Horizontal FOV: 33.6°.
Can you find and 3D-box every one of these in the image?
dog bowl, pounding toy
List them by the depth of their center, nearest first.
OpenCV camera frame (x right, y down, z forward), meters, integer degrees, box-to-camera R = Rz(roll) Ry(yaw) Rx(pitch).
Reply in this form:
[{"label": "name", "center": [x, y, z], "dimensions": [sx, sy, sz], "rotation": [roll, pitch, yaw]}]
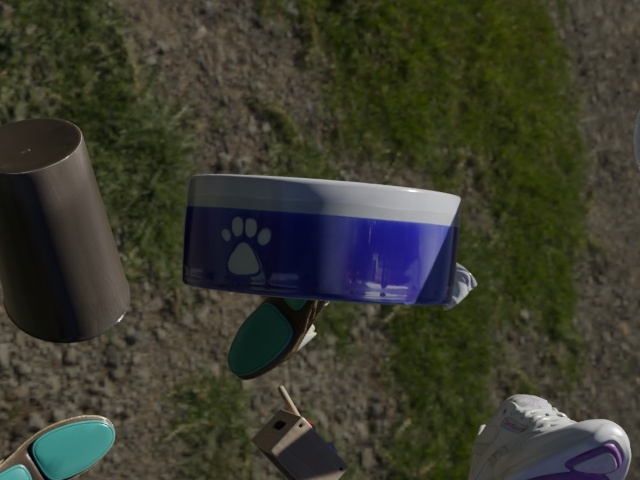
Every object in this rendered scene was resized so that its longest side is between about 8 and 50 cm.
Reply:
[{"label": "dog bowl", "center": [0.000, 0.000, 1.022], "dimensions": [0.265, 0.265, 0.104], "rotation": [5, 90, -54]}, {"label": "pounding toy", "center": [-0.035, 0.311, 1.645], "dimensions": [0.100, 0.141, 0.130], "rotation": [-45, 102, -15]}]

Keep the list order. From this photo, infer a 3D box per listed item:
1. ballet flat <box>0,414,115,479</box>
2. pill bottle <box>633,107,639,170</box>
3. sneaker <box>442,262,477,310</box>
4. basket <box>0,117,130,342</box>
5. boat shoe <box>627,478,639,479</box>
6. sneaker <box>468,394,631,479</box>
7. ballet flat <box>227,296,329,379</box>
[{"label": "ballet flat", "center": [-0.337, 0.261, 1.225], "dimensions": [0.206, 0.067, 0.073], "rotation": [-26, 99, -31]}, {"label": "pill bottle", "center": [0.444, -0.078, 1.039], "dimensions": [0.272, 0.152, 0.152], "rotation": [15, 69, -39]}, {"label": "sneaker", "center": [0.135, 0.040, 1.431], "dimensions": [0.061, 0.152, 0.053], "rotation": [-50, 144, -11]}, {"label": "basket", "center": [-0.333, -0.022, 1.293], "dimensions": [0.154, 0.204, 0.226], "rotation": [-22, 129, -23]}, {"label": "boat shoe", "center": [0.272, 0.296, 0.881], "dimensions": [0.258, 0.084, 0.095], "rotation": [-93, 178, -70]}, {"label": "sneaker", "center": [0.242, 0.233, 1.208], "dimensions": [0.114, 0.305, 0.152], "rotation": [13, 63, -15]}, {"label": "ballet flat", "center": [-0.039, 0.121, 1.911], "dimensions": [0.124, 0.342, 0.116], "rotation": [2, 37, -49]}]
